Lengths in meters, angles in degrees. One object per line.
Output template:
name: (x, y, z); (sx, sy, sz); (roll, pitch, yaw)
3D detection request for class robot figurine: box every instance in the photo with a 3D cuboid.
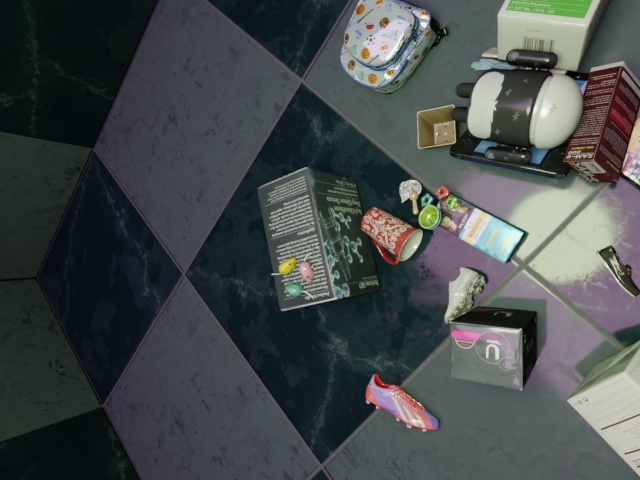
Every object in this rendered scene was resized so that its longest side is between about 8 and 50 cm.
robot figurine: (0.460, -0.312, 1.005); (0.278, 0.209, 0.173); (21, 64, 35)

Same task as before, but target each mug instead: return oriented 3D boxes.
mug: (0.209, -0.012, 1.337); (0.169, 0.113, 0.150); (37, 108, 31)

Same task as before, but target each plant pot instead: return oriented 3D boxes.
plant pot: (0.354, -0.323, 1.247); (0.109, 0.096, 0.109); (-2, 90, 34)

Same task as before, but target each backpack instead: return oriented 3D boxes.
backpack: (0.193, -0.595, 1.297); (0.276, 0.213, 0.263); (40, 121, 23)

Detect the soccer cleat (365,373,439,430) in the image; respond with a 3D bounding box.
soccer cleat: (0.254, 0.506, 1.329); (0.248, 0.083, 0.095); (15, 94, 35)

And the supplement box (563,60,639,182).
supplement box: (0.661, -0.270, 0.990); (0.073, 0.130, 0.239); (12, 81, 58)

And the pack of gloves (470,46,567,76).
pack of gloves: (0.522, -0.447, 1.106); (0.232, 0.195, 0.046); (24, 134, 31)

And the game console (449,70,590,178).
game console: (0.519, -0.313, 1.094); (0.293, 0.250, 0.173); (20, 138, 32)

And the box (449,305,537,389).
box: (0.448, 0.260, 1.085); (0.165, 0.270, 0.143); (-1, 90, 33)

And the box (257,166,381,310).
box: (0.000, 0.000, 1.362); (0.212, 0.294, 0.395); (-17, 82, 32)

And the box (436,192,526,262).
box: (0.443, -0.040, 1.212); (0.244, 0.060, 0.100); (34, 108, 28)

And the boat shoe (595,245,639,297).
boat shoe: (0.730, 0.074, 1.032); (0.042, 0.049, 0.133); (-41, 64, 35)

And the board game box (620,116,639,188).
board game box: (0.811, -0.237, 0.982); (0.165, 0.042, 0.243); (49, 115, 24)

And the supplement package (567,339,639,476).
supplement package: (0.744, 0.393, 0.918); (0.293, 0.178, 0.175); (49, 142, 22)

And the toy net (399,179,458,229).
toy net: (0.301, -0.131, 1.264); (0.122, 0.045, 0.232); (-59, 40, 21)

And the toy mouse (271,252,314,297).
toy mouse: (-0.065, 0.110, 1.211); (0.161, 0.031, 0.143); (-43, 68, 26)

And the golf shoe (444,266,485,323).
golf shoe: (0.405, 0.161, 1.248); (0.086, 0.069, 0.176); (44, 111, 47)

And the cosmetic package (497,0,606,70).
cosmetic package: (0.579, -0.606, 0.996); (0.197, 0.155, 0.365); (22, 82, 28)
